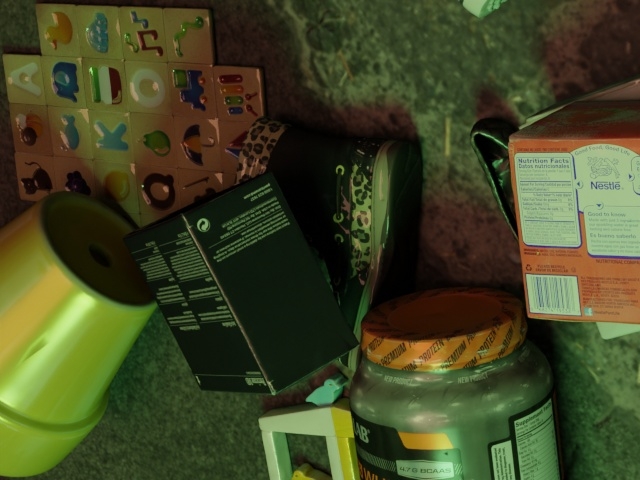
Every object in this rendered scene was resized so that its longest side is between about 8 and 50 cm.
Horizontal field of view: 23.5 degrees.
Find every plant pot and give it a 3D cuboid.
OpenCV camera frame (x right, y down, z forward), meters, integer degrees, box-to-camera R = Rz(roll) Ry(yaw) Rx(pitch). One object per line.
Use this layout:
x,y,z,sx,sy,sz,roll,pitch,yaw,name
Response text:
-0.301,0.084,1.651,0.239,0.254,0.254,-44,82,24,plant pot

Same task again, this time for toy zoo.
0.036,0.282,1.633,0.192,0.030,0.293,1,108,32,toy zoo

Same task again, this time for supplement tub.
0.132,0.215,1.449,0.193,0.193,0.316,1,107,32,supplement tub

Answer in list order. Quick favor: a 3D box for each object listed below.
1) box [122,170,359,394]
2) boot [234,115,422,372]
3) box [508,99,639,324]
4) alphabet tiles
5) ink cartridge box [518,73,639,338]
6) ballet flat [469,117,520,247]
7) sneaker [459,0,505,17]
-0.084,0.047,1.493,0.184,0.103,0.261,65,161,-4,box
0.001,-0.001,1.520,0.178,0.085,0.236,17,109,28,boot
0.310,-0.026,1.168,0.300,0.142,0.154,1,108,33,box
-0.200,-0.111,1.651,0.342,0.011,0.285,7,111,30,alphabet tiles
0.284,-0.038,1.326,0.153,0.087,0.208,-17,98,36,ink cartridge box
0.183,-0.032,1.415,0.057,0.049,0.173,-29,91,37,ballet flat
0.179,-0.344,1.261,0.127,0.126,0.321,36,112,11,sneaker
